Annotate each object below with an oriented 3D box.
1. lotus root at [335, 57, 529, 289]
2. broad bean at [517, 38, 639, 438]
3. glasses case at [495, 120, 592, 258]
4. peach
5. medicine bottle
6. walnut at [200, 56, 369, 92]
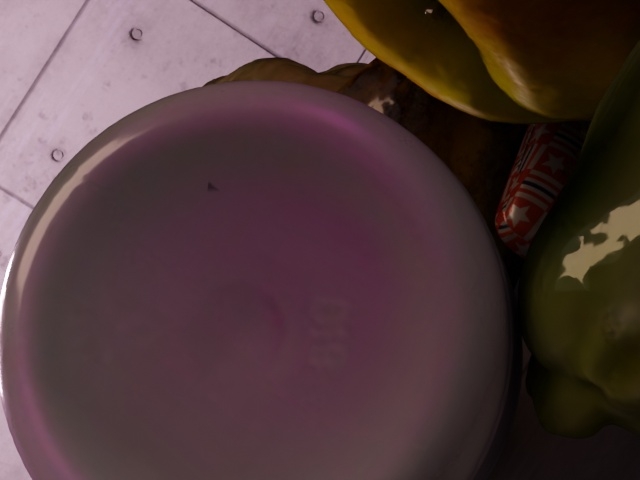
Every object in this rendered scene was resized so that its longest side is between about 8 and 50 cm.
[{"bbox_3d":[0.033,0.036,1.123,0.397,0.196,0.179,-62,-5,-5],"label":"lotus root"},{"bbox_3d":[0.189,-0.031,0.758,0.291,0.119,0.238,-59,-1,-30],"label":"broad bean"},{"bbox_3d":[0.179,-0.061,1.073,0.049,0.073,0.194,-47,14,50],"label":"glasses case"},{"bbox_3d":[0.160,-0.256,0.976,0.370,0.370,0.370,-56,8,12],"label":"peach"},{"bbox_3d":[-0.015,0.064,0.867,0.256,0.256,0.325,-58,-11,-2],"label":"medicine bottle"},{"bbox_3d":[-0.008,-0.031,1.360,0.277,0.253,0.282,-7,-49,-55],"label":"walnut"}]
